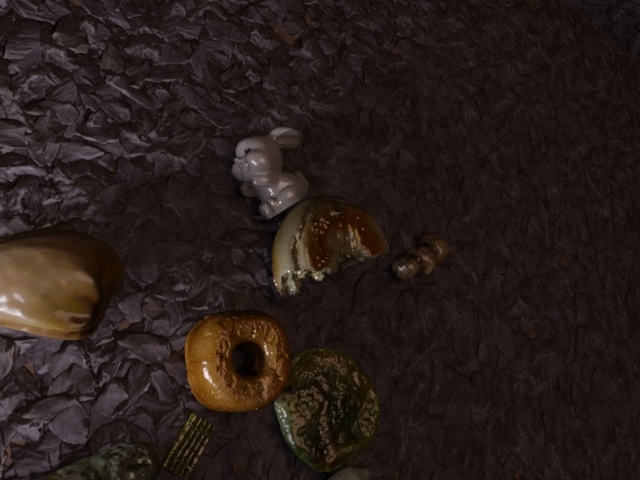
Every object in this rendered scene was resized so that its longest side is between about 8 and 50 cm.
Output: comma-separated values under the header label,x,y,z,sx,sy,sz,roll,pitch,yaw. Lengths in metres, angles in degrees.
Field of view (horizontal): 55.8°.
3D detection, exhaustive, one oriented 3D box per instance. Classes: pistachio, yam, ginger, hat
label,x,y,z,sx,sy,sz,roll,pitch,yaw
pistachio,-0.489,0.063,1.063,0.261,0.163,0.212,16,44,-16
yam,-0.416,0.435,0.995,0.330,0.133,0.133,-19,86,-40
ginger,0.269,0.048,1.635,0.104,0.080,0.204,49,50,6
hat,0.004,0.533,1.277,0.173,0.166,0.144,19,38,-3

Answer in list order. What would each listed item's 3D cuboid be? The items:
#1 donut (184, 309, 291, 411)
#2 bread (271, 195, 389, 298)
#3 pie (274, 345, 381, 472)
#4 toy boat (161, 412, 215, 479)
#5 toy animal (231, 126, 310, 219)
label,x,y,z,sx,sy,sz,roll,pitch,yaw
donut,-0.165,0.245,1.246,0.227,0.114,0.226,12,69,-33
bread,-0.004,-0.003,1.402,0.314,0.171,0.192,-22,89,-38
pie,0.020,0.370,1.354,0.277,0.078,0.277,13,66,-33
toy boat,-0.258,0.405,1.187,0.063,0.016,0.115,40,57,-17
toy animal,-0.107,-0.157,1.413,0.178,0.127,0.193,-23,87,-40
